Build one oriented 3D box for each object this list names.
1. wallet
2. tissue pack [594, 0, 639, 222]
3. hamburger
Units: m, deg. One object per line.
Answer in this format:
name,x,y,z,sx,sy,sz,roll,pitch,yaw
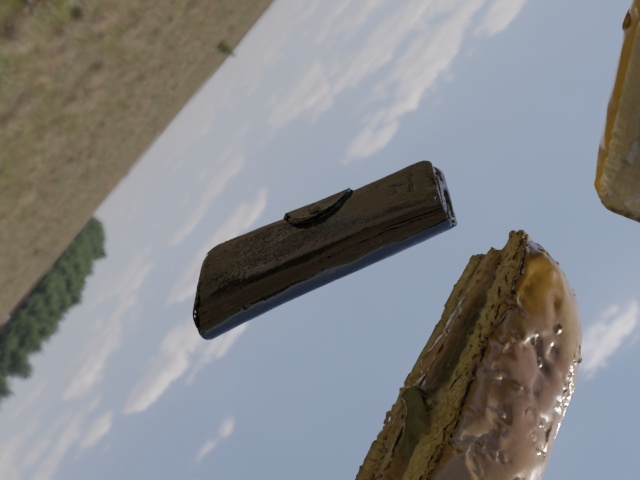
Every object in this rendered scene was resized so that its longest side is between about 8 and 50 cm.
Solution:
wallet,0.000,0.000,1.142,0.318,0.045,0.172,-23,-153,12
tissue pack,0.392,-0.189,0.782,0.382,0.228,0.293,-36,139,-49
hamburger,0.130,0.124,0.753,0.262,0.131,0.124,-58,-173,-25
